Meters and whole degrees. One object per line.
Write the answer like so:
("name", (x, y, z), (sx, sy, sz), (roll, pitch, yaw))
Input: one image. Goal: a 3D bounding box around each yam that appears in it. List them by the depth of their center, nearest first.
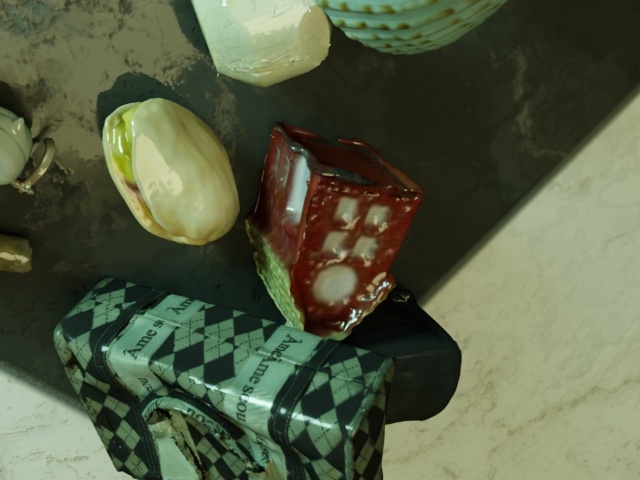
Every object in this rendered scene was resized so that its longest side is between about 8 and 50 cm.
("yam", (-0.463, 0.004, 0.813), (0.241, 0.057, 0.057), (10, 111, -28))

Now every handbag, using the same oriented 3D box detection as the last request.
("handbag", (-0.117, 0.243, 0.900), (0.180, 0.416, 0.317), (-49, 146, -49))
("handbag", (0.063, 0.176, 1.042), (0.254, 0.181, 0.181), (-4, 119, -20))

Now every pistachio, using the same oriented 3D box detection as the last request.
("pistachio", (-0.180, -0.083, 0.855), (0.200, 0.117, 0.145), (57, 49, -26))

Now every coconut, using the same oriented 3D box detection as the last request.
("coconut", (-0.056, -0.257, 0.780), (0.162, 0.161, 0.161), (-19, 122, -3))

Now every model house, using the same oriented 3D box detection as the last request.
("model house", (0.000, 0.000, 0.918), (0.160, 0.196, 0.254), (4, 115, -26))

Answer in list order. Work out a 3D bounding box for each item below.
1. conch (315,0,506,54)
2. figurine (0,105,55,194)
("conch", (0.130, -0.339, 0.695), (0.303, 0.215, 0.319), (-53, 128, -11))
("figurine", (-0.364, -0.119, 0.764), (0.132, 0.132, 0.153), (-45, 135, 4))
